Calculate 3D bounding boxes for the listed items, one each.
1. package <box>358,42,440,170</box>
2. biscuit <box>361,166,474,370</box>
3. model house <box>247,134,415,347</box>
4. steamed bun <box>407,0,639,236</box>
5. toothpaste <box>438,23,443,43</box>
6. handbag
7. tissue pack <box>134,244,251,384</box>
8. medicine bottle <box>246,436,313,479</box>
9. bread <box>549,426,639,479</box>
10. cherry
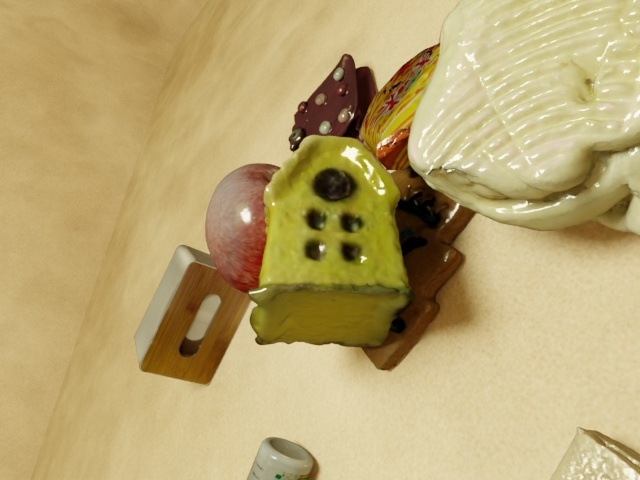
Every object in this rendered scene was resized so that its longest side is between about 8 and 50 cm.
[{"bbox_3d":[0.147,-0.191,0.660,0.223,0.108,0.288,-52,15,8],"label":"package"},{"bbox_3d":[0.103,0.029,0.668,0.278,0.043,0.301,-23,52,46],"label":"biscuit"},{"bbox_3d":[0.000,0.000,0.578,0.193,0.175,0.234,95,171,-60],"label":"model house"},{"bbox_3d":[0.252,-0.137,0.426,0.320,0.206,0.274,2,87,32],"label":"steamed bun"},{"bbox_3d":[0.262,-0.332,0.686,0.196,0.040,0.047,-11,58,52],"label":"toothpaste"},{"bbox_3d":[0.016,-0.240,0.938,0.216,0.074,0.203,-36,42,37],"label":"handbag"},{"bbox_3d":[-0.272,0.156,1.010,0.136,0.160,0.246,30,95,59],"label":"tissue pack"},{"bbox_3d":[-0.068,0.355,0.663,0.080,0.080,0.130,13,81,57],"label":"medicine bottle"},{"bbox_3d":[0.215,0.230,0.350,0.105,0.077,0.152,33,98,58],"label":"bread"},{"bbox_3d":[-0.116,-0.013,0.854,0.239,0.206,0.239,-18,61,35],"label":"cherry"}]
